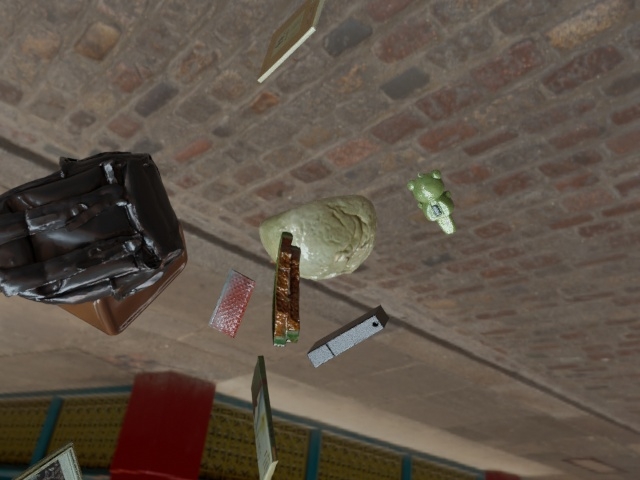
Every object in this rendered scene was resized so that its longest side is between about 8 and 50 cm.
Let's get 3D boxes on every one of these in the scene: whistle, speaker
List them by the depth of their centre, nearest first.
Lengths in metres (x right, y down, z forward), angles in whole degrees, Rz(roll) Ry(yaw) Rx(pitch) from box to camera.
[{"bbox_3d":[0.069,0.244,1.470,0.218,0.082,0.044,-34,91,23],"label":"speaker"},{"bbox_3d":[0.342,-0.112,1.708,0.105,0.085,0.227,-24,117,22],"label":"whistle"}]

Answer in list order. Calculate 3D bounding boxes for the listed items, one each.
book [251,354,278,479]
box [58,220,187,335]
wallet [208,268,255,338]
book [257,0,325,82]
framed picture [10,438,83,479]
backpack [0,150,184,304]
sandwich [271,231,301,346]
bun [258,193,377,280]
[{"bbox_3d":[-0.152,0.478,1.535,0.026,0.289,0.201,0,141,-16],"label":"book"},{"bbox_3d":[-0.552,0.054,1.563,0.229,0.339,0.239,28,144,17],"label":"box"},{"bbox_3d":[-0.276,0.198,1.812,0.103,0.197,0.020,24,-175,26],"label":"wallet"},{"bbox_3d":[-0.047,-0.354,0.983,0.012,0.118,0.172,29,149,-26],"label":"book"},{"bbox_3d":[-0.628,0.599,1.278,0.018,0.231,0.293,31,134,29],"label":"framed picture"},{"bbox_3d":[-0.309,-0.011,0.759,0.258,0.206,0.133,-21,-174,-26],"label":"backpack"},{"bbox_3d":[-0.037,0.056,0.644,0.029,0.135,0.067,6,152,-8],"label":"sandwich"},{"bbox_3d":[0.000,0.000,1.695,0.348,0.227,0.352,-12,179,8],"label":"bun"}]
